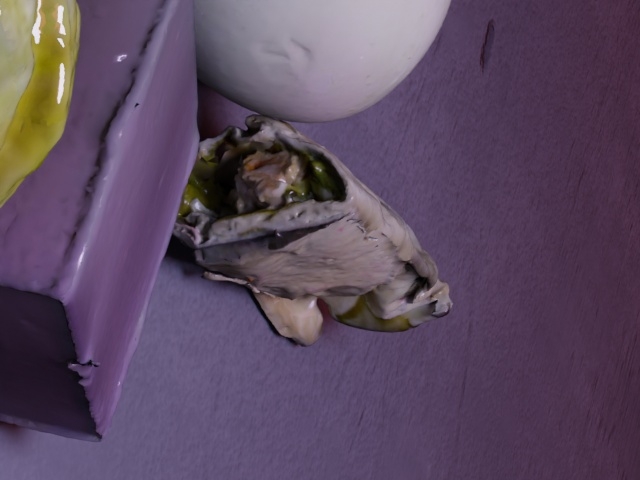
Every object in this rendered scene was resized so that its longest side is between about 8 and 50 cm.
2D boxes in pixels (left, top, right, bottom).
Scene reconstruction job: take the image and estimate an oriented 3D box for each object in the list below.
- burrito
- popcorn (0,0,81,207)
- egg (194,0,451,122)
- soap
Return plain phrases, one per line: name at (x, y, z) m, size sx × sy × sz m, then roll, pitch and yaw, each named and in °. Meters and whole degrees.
burrito at (-0.003, -0.001, 1.611) m, size 0.332 × 0.190 × 0.135 m, roll 42°, pitch 33°, yaw -61°
popcorn at (-0.271, -0.074, 0.851) m, size 0.292 × 0.334 × 0.293 m, roll 33°, pitch 50°, yaw -16°
egg at (-0.023, -0.249, 1.426) m, size 0.345 × 0.283 × 0.283 m, roll 70°, pitch 34°, yaw -51°
soap at (-0.167, -0.035, 1.227) m, size 0.296 × 0.107 × 0.285 m, roll 98°, pitch 8°, yaw -64°
